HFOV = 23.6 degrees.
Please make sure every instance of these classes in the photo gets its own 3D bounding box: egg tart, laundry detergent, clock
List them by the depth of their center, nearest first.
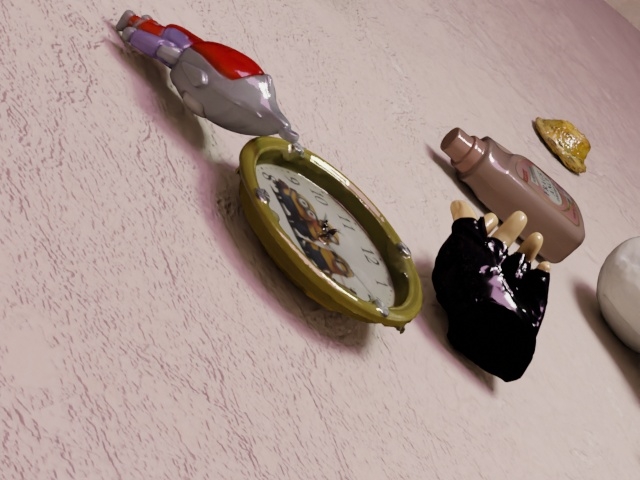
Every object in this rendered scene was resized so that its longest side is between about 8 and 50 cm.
[{"bbox_3d":[0.000,0.000,1.481,0.237,0.057,0.237,37,24,-19],"label":"clock"},{"bbox_3d":[0.258,-0.085,2.125,0.237,0.076,0.171,39,22,-19],"label":"laundry detergent"},{"bbox_3d":[0.422,-0.173,2.638,0.129,0.049,0.129,39,21,-19],"label":"egg tart"}]

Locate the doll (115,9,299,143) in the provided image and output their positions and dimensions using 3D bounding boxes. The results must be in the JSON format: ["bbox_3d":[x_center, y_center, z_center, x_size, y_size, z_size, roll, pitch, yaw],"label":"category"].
[{"bbox_3d":[-0.105,-0.159,1.497,0.227,0.075,0.102,37,18,20],"label":"doll"}]

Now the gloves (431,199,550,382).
[{"bbox_3d":[0.188,0.039,1.690,0.164,0.124,0.203,54,19,-21],"label":"gloves"}]

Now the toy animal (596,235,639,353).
[{"bbox_3d":[0.492,0.108,2.105,0.265,0.206,0.272,45,4,17],"label":"toy animal"}]
